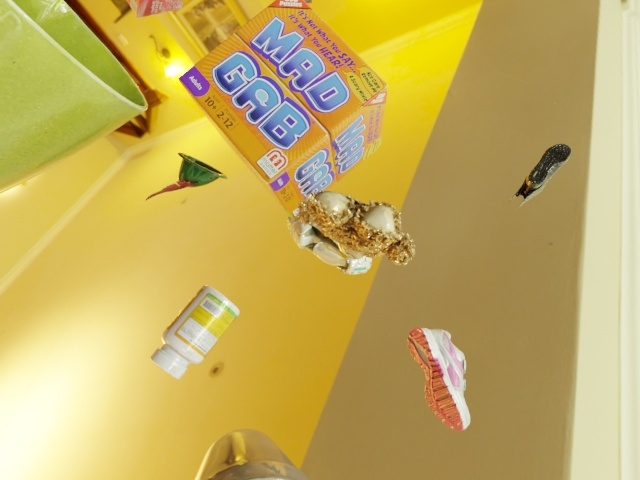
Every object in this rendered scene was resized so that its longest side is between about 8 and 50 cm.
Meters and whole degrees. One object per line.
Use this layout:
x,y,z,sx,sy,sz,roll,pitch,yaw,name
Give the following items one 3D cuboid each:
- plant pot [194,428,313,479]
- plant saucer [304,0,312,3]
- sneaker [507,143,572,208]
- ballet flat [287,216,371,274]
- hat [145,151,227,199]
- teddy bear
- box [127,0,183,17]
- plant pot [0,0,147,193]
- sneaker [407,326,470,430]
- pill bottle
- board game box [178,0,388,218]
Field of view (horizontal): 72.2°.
-0.159,0.576,0.965,0.323,0.323,0.280,-41,-164,-5,plant pot
-0.054,-0.620,1.087,0.015,0.083,0.083,-42,-147,4,plant saucer
0.525,-0.154,1.053,0.170,0.089,0.051,-43,-111,-13,sneaker
0.000,0.000,1.571,0.409,0.147,0.147,29,-110,33,ballet flat
-0.456,-0.187,1.515,0.183,0.209,0.173,-61,-159,7,hat
0.069,-0.019,0.856,0.338,0.246,0.112,-172,-83,-83,teddy bear
-0.435,-0.748,1.125,0.142,0.154,0.300,-32,179,-30,box
-0.388,-0.148,0.440,0.294,0.274,0.274,-40,-146,2,plant pot
0.310,0.323,1.062,0.103,0.112,0.252,-42,-119,58,sneaker
-0.356,0.259,1.238,0.137,0.136,0.245,12,-123,49,pill bottle
-0.078,-0.336,1.184,0.356,0.356,0.356,-40,169,-3,board game box
